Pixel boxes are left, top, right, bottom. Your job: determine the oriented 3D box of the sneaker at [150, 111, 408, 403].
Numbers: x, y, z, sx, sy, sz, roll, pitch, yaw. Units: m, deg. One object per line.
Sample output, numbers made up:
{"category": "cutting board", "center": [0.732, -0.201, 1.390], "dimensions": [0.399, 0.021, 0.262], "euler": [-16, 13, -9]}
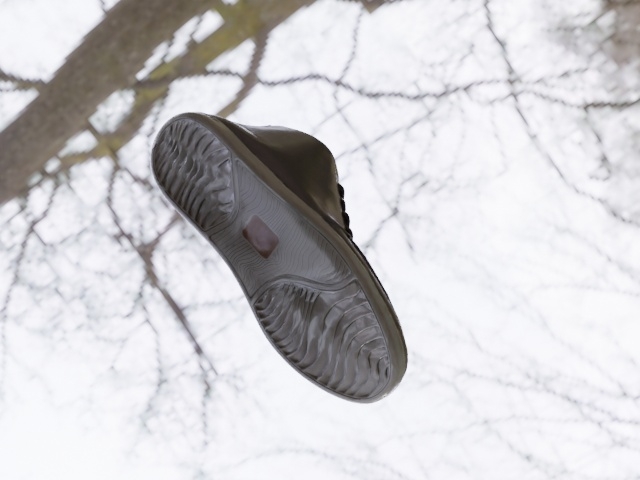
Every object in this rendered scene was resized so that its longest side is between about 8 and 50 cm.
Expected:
{"category": "sneaker", "center": [0.000, 0.000, 0.935], "dimensions": [0.222, 0.083, 0.118], "euler": [52, -150, 17]}
